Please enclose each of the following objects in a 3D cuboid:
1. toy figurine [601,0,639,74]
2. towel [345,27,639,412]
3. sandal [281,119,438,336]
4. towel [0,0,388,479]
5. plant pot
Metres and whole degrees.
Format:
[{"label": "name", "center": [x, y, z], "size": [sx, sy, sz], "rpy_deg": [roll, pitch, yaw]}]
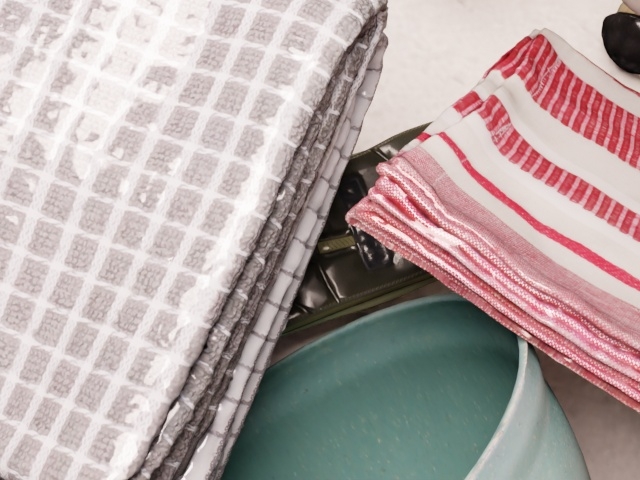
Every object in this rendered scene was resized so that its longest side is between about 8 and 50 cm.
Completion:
[{"label": "toy figurine", "center": [0.166, -0.212, 0.738], "size": [0.209, 0.213, 0.148], "rpy_deg": [25, 92, 10]}, {"label": "towel", "center": [0.177, -0.018, 0.657], "size": [0.237, 0.037, 0.329], "rpy_deg": [34, 32, 9]}, {"label": "sandal", "center": [0.002, 0.001, 0.740], "size": [0.302, 0.086, 0.120], "rpy_deg": [-10, 75, -7]}, {"label": "towel", "center": [-0.122, -0.024, 0.552], "size": [0.235, 0.121, 0.284], "rpy_deg": [22, 80, 8]}, {"label": "plant pot", "center": [0.027, 0.194, 0.605], "size": [0.293, 0.293, 0.196], "rpy_deg": [-37, 104, -9]}]
